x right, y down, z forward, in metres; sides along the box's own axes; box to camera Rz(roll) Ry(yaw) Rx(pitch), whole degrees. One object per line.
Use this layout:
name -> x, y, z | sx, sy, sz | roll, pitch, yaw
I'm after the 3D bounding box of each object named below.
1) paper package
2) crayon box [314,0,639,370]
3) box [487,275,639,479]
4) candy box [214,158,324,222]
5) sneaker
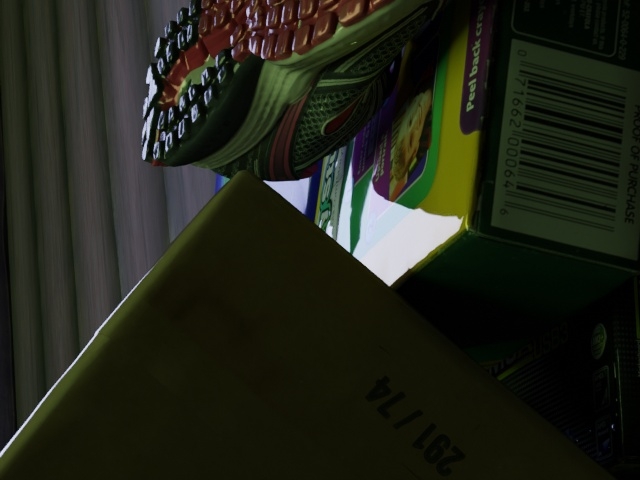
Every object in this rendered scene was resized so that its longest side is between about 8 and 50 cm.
paper package -> -0.018, 0.186, 1.038 | 0.309, 0.325, 0.168 | -52, 1, -27
crayon box -> 0.096, -0.114, 1.185 | 0.313, 0.106, 0.363 | 134, 147, -66
box -> 0.148, 0.058, 1.166 | 0.190, 0.045, 0.184 | 138, 133, -66
candy box -> 0.000, 0.000, 1.519 | 0.268, 0.122, 0.317 | -142, 58, -70
sneaker -> 0.009, -0.123, 1.107 | 0.299, 0.112, 0.121 | -34, 49, 53
